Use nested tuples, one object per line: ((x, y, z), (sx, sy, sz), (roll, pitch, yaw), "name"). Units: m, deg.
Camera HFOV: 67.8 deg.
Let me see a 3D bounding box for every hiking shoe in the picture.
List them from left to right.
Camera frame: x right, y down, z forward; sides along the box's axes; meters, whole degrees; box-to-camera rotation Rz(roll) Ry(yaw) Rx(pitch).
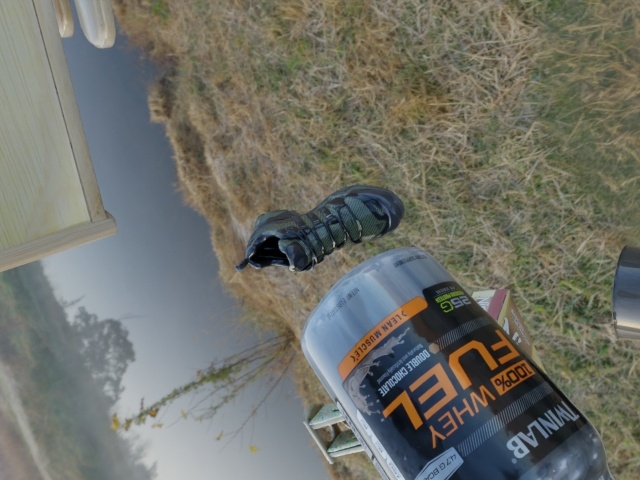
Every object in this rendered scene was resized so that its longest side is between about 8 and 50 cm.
((0.000, 0.000, 0.621), (0.226, 0.114, 0.086), (-15, 121, 26), "hiking shoe")

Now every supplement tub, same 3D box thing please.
((0.143, 0.187, 0.522), (0.338, 0.207, 0.207), (51, 139, 31), "supplement tub")

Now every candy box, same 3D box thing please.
((0.399, 0.284, 1.019), (0.087, 0.183, 0.317), (-14, 115, 41), "candy box")

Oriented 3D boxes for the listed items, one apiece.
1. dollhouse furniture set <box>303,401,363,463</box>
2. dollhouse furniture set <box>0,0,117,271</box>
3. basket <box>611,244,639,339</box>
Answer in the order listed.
((0.090, 0.290, 0.851), (0.181, 0.161, 0.101), (-34, 89, 40), "dollhouse furniture set")
((-0.351, -0.159, 0.395), (0.394, 0.361, 0.257), (28, 129, 40), "dollhouse furniture set")
((0.610, 0.101, 0.753), (0.226, 0.154, 0.204), (8, 158, 41), "basket")
